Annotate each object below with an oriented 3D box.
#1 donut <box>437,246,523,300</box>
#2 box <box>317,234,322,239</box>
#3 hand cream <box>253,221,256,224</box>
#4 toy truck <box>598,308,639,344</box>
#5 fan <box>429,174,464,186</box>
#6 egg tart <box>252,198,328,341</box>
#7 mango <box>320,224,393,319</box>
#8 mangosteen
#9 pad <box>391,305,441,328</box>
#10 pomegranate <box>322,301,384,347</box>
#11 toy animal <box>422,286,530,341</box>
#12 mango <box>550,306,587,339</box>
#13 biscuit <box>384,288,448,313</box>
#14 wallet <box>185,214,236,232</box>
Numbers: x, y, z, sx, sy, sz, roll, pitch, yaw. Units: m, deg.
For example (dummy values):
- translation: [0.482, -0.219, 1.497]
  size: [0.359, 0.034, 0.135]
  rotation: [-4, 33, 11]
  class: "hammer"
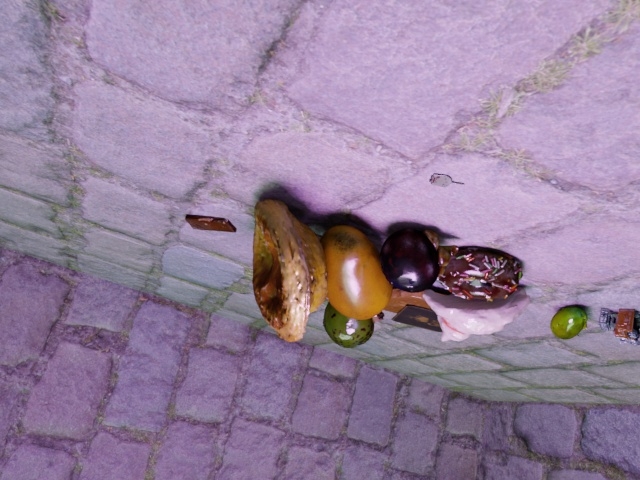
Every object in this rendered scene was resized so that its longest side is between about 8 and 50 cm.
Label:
- translation: [0.499, 0.112, 1.658]
  size: [0.270, 0.103, 0.269]
  rotation: [14, 158, 6]
  class: "donut"
- translation: [0.000, 0.000, 1.811]
  size: [0.083, 0.012, 0.046]
  rotation: [24, 158, -25]
  class: "box"
- translation: [-0.200, -0.023, 1.860]
  size: [0.061, 0.039, 0.143]
  rotation: [17, 150, 10]
  class: "hand cream"
- translation: [1.041, 0.299, 1.815]
  size: [0.115, 0.080, 0.178]
  rotation: [4, 156, 38]
  class: "toy truck"
- translation: [0.307, -0.142, 1.272]
  size: [0.083, 0.004, 0.056]
  rotation: [11, 159, 5]
  class: "fan"
- translation: [-0.088, 0.084, 1.586]
  size: [0.178, 0.442, 0.443]
  rotation: [-8, 167, -21]
  class: "egg tart"
- translation: [0.101, 0.095, 1.673]
  size: [0.264, 0.221, 0.378]
  rotation: [50, 167, 39]
  class: "mango"
- translation: [0.291, 0.049, 1.556]
  size: [0.231, 0.194, 0.194]
  rotation: [-25, 152, 2]
  class: "mangosteen"
- translation: [0.473, 0.370, 2.216]
  size: [0.315, 0.063, 0.375]
  rotation: [12, 162, 2]
  class: "pad"
- translation: [0.139, 0.334, 2.271]
  size: [0.271, 0.254, 0.254]
  rotation: [-15, 152, 10]
  class: "pomegranate"
- translation: [0.551, 0.260, 1.806]
  size: [0.308, 0.188, 0.266]
  rotation: [-12, -167, -12]
  class: "toy animal"
- translation: [0.885, 0.288, 1.865]
  size: [0.119, 0.100, 0.178]
  rotation: [-24, 150, -8]
  class: "mango"
- translation: [0.422, 0.261, 2.128]
  size: [0.365, 0.062, 0.385]
  rotation: [16, 161, -12]
  class: "biscuit"
- translation: [-0.400, -0.058, 1.902]
  size: [0.176, 0.026, 0.095]
  rotation: [6, 155, 18]
  class: "wallet"
